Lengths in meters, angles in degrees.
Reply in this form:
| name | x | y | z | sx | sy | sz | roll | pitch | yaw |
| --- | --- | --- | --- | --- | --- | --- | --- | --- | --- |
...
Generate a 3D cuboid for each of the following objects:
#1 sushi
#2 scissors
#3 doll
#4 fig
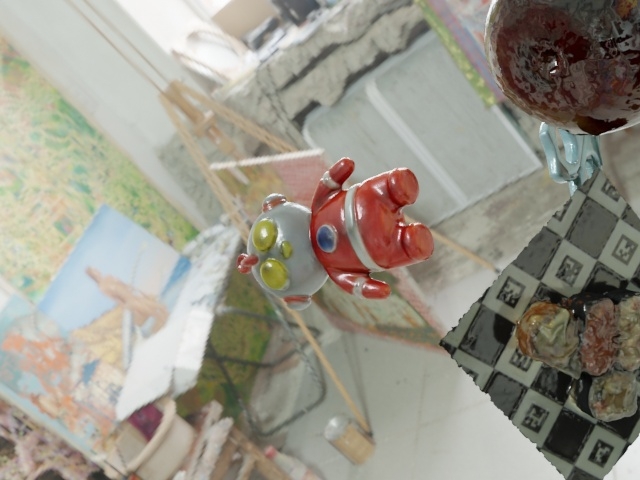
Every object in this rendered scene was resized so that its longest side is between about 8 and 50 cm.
| name | x | y | z | sx | sy | sz | roll | pitch | yaw |
| --- | --- | --- | --- | --- | --- | --- | --- | --- | --- |
| sushi | 0.372 | 0.132 | 1.104 | 0.320 | 0.339 | 0.069 | -46 | 20 | -8 |
| scissors | 0.402 | -0.197 | 1.309 | 0.029 | 0.191 | 0.360 | -14 | 43 | 40 |
| doll | 0.000 | 0.000 | 0.862 | 0.245 | 0.142 | 0.076 | -15 | -5 | 36 |
| fig | 0.309 | -0.240 | 0.991 | 0.214 | 0.235 | 0.235 | -18 | 17 | -17 |
